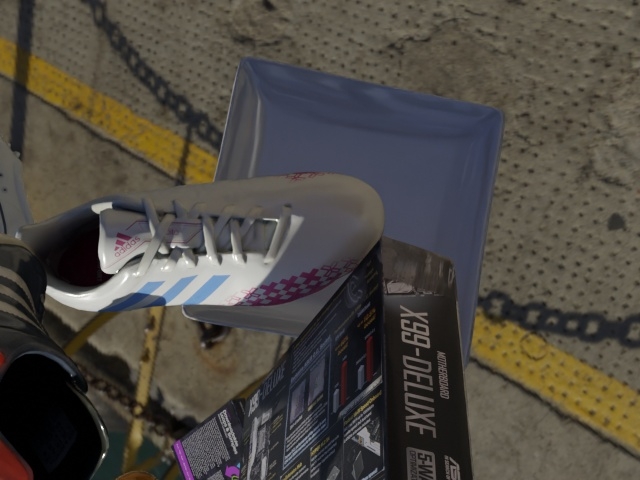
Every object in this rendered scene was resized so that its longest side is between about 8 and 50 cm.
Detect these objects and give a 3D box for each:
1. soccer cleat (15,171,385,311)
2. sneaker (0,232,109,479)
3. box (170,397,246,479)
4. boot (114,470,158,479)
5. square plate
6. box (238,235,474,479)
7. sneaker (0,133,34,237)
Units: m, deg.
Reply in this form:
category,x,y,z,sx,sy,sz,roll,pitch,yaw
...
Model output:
category,x,y,z,sx,sy,sz,roll,pitch,yaw
soccer cleat,-0.110,0.005,0.765,0.331,0.143,0.116,-11,77,12
sneaker,-0.187,0.086,0.489,0.148,0.350,0.131,29,95,-7
box,-0.138,0.305,1.202,0.162,0.029,0.116,-41,64,37
boot,-0.155,0.324,0.748,0.104,0.295,0.211,40,137,-23
square plate,0.035,-0.035,1.076,0.347,0.049,0.344,12,76,-1
box,0.013,0.182,0.754,0.307,0.077,0.242,126,155,-43
sneaker,-0.411,-0.103,1.030,0.094,0.091,0.258,-18,85,29
